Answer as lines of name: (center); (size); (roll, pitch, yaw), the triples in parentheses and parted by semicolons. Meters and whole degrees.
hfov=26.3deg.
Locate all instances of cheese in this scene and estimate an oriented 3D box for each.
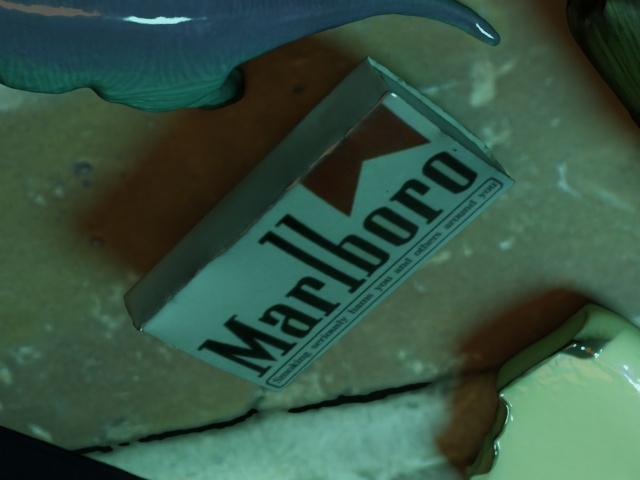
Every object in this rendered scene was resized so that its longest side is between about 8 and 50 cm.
cheese: (0.179, 0.160, 0.737); (0.127, 0.050, 0.255); (-36, 98, 16)

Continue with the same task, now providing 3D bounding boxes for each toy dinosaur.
toy dinosaur: (-0.119, -0.091, 0.563); (0.383, 0.331, 0.129); (9, 108, 6)

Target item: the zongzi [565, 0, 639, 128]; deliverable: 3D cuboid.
zongzi: (0.261, -0.098, 0.626); (0.242, 0.112, 0.221); (-39, 96, 9)

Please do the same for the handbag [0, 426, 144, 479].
handbag: (-0.136, 0.215, 0.668); (0.329, 0.303, 0.122); (21, 105, 2)

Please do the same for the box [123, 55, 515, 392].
box: (0.000, 0.000, 0.695); (0.177, 0.036, 0.115); (-43, 136, 17)
